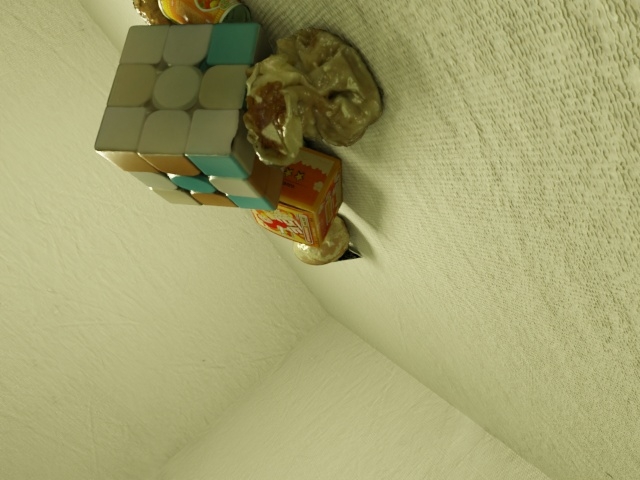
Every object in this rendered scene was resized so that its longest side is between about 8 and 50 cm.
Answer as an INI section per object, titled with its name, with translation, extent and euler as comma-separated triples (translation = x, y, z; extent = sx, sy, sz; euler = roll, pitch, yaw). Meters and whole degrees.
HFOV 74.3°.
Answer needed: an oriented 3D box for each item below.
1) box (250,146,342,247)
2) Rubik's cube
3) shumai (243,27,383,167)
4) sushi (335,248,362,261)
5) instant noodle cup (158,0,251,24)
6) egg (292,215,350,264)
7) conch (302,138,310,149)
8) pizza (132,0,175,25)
[box]
translation = -0.085, -0.147, 1.354
extent = 0.260, 0.213, 0.283
euler = 23, 162, 13
[Rubik's cube]
translation = -0.286, -0.296, 1.082
extent = 0.347, 0.346, 0.344
euler = 7, 164, 12
[shumai]
translation = -0.058, -0.281, 0.918
extent = 0.314, 0.262, 0.267
euler = 34, 160, 55
[sushi]
translation = 0.046, 0.030, 1.802
extent = 0.215, 0.192, 0.050
euler = 30, 122, 57
[instant noodle cup]
translation = -0.281, -0.581, 1.058
extent = 0.185, 0.168, 0.168
euler = 39, 166, 10
[egg]
translation = 0.000, 0.000, 1.638
extent = 0.203, 0.245, 0.203
euler = 39, -146, -33
[conch]
translation = -0.084, -0.308, 1.355
extent = 0.201, 0.079, 0.095
euler = 42, 168, -29
[pizza]
translation = -0.434, -0.618, 1.258
extent = 0.435, 0.080, 0.391
euler = -101, -12, -62
